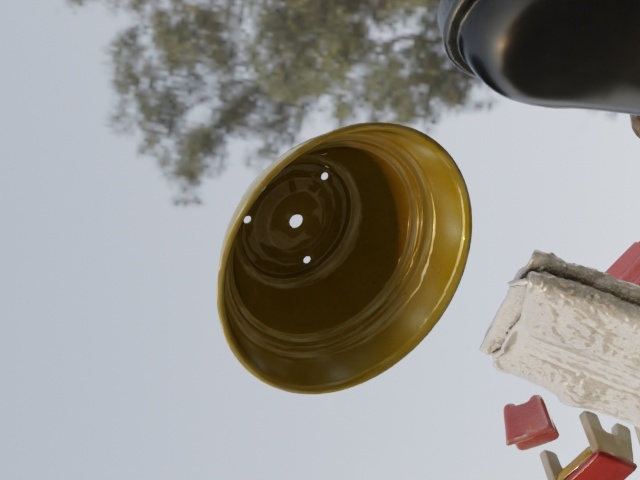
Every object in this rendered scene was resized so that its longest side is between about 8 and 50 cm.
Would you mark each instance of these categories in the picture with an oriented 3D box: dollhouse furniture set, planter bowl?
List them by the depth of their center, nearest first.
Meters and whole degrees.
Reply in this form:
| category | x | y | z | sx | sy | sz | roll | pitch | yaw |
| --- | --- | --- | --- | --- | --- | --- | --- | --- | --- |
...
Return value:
| category | x | y | z | sx | sy | sz | roll | pitch | yaw |
| --- | --- | --- | --- | --- | --- | --- | --- | --- | --- |
| planter bowl | 0.000 | 0.000 | 1.061 | 0.217 | 0.090 | 0.217 | -15 | -60 | -27 |
| dollhouse furniture set | 0.360 | 0.194 | 1.675 | 0.201 | 0.152 | 0.374 | 23 | -55 | -22 |

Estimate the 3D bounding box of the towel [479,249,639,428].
| category | x | y | z | sx | sy | sz | roll | pitch | yaw |
| --- | --- | --- | --- | --- | --- | --- | --- | --- | --- |
| towel | 0.291 | 0.108 | 1.276 | 0.187 | 0.282 | 0.049 | 101 | -171 | -60 |

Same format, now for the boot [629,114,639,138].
| category | x | y | z | sx | sy | sz | roll | pitch | yaw |
| --- | --- | --- | --- | --- | --- | --- | --- | --- | --- |
| boot | 0.311 | -0.112 | 1.259 | 0.114 | 0.106 | 0.037 | -97 | 29 | -56 |

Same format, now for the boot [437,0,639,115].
| category | x | y | z | sx | sy | sz | roll | pitch | yaw |
| --- | --- | --- | --- | --- | --- | --- | --- | --- | --- |
| boot | 0.253 | -0.075 | 0.813 | 0.131 | 0.348 | 0.260 | 86 | 179 | -50 |
